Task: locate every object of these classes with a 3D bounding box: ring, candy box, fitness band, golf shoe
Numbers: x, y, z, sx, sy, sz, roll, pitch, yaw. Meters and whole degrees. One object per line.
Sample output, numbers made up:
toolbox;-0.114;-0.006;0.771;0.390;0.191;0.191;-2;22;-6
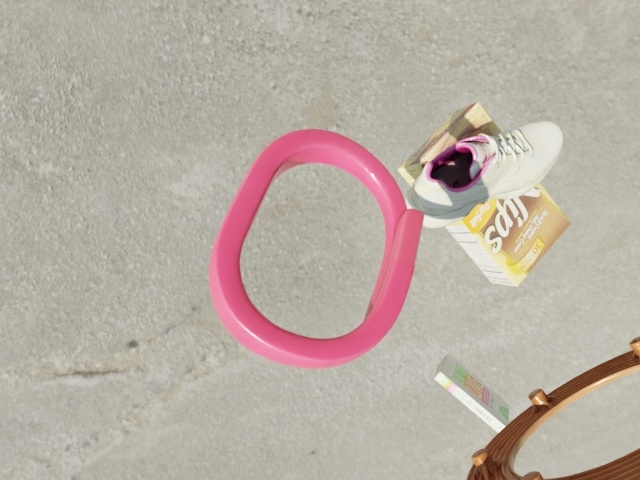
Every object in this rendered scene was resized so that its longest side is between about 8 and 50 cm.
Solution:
ring;0.290;0.176;0.560;0.336;0.032;0.336;-32;171;-6
candy box;0.323;-0.085;1.048;0.183;0.087;0.316;-45;102;-12
fitness band;0.000;0.000;0.589;0.209;0.291;0.054;23;146;-5
golf shoe;0.289;-0.129;0.901;0.306;0.115;0.140;-29;157;-8

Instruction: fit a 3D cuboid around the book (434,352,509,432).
book;0.273;0.277;0.969;0.035;0.144;0.096;-54;169;17
